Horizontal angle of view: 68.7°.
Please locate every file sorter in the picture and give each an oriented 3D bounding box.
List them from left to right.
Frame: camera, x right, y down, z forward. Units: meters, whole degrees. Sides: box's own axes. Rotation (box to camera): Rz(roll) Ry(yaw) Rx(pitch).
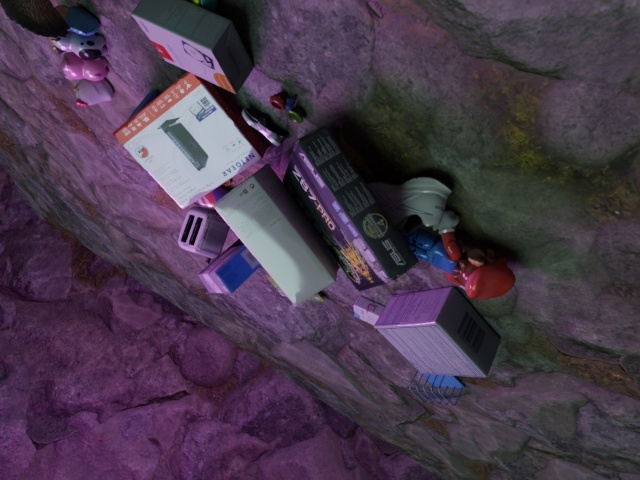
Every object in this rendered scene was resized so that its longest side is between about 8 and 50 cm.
[{"bbox_3d":[0.461,0.583,1.868,0.118,0.104,0.170,45,148,-16],"label":"file sorter"}]

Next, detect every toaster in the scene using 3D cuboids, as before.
[{"bbox_3d":[-0.451,-0.026,1.806,0.129,0.226,0.146,18,177,26],"label":"toaster"}]

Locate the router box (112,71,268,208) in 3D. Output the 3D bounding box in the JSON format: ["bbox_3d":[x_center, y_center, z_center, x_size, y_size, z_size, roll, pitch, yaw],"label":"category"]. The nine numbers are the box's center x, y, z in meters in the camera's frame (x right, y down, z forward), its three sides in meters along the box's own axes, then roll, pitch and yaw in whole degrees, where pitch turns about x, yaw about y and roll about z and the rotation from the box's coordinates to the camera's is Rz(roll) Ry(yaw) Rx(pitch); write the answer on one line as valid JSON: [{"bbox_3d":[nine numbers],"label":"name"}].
[{"bbox_3d":[-0.378,-0.294,1.377,0.336,0.082,0.301,-28,116,24],"label":"router box"}]

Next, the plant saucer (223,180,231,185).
[{"bbox_3d":[-0.350,-0.228,1.653,0.084,0.013,0.083,26,149,17],"label":"plant saucer"}]

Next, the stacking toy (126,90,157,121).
[{"bbox_3d":[-0.476,-0.325,1.544,0.302,0.165,0.175,30,144,-17],"label":"stacking toy"}]

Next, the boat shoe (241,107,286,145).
[{"bbox_3d":[-0.153,-0.323,1.300,0.142,0.049,0.040,40,131,-9],"label":"boat shoe"}]

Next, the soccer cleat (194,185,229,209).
[{"bbox_3d":[-0.456,-0.213,1.696,0.318,0.108,0.116,29,145,17],"label":"soccer cleat"}]

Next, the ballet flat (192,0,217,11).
[{"bbox_3d":[-0.252,-0.595,0.998,0.077,0.077,0.231,51,152,7],"label":"ballet flat"}]

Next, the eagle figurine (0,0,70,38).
[{"bbox_3d":[-0.782,-0.708,1.267,0.298,0.225,0.226,33,139,26],"label":"eagle figurine"}]

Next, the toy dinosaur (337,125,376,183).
[{"bbox_3d":[0.072,-0.221,1.208,0.112,0.064,0.211,-11,138,37],"label":"toy dinosaur"}]

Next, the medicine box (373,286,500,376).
[{"bbox_3d":[0.373,0.301,1.522,0.263,0.149,0.289,46,149,-17],"label":"medicine box"}]

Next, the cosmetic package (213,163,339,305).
[{"bbox_3d":[-0.111,-0.021,1.343,0.155,0.197,0.365,-33,101,15],"label":"cosmetic package"}]

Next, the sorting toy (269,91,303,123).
[{"bbox_3d":[-0.079,-0.347,1.200,0.102,0.042,0.061,33,167,-18],"label":"sorting toy"}]

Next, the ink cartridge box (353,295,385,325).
[{"bbox_3d":[0.191,0.271,1.759,0.123,0.052,0.088,24,148,23],"label":"ink cartridge box"}]

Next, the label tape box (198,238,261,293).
[{"bbox_3d":[-0.355,0.095,1.861,0.105,0.240,0.334,53,152,-15],"label":"label tape box"}]

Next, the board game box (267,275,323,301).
[{"bbox_3d":[-0.101,0.198,1.969,0.260,0.039,0.124,4,138,46],"label":"board game box"}]

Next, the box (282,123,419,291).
[{"bbox_3d":[0.060,-0.061,1.214,0.394,0.097,0.318,56,164,2],"label":"box"}]

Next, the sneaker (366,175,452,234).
[{"bbox_3d":[0.185,-0.080,1.186,0.111,0.129,0.297,25,162,-35],"label":"sneaker"}]

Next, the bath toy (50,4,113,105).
[{"bbox_3d":[-0.766,-0.565,1.496,0.152,0.129,0.348,33,150,5],"label":"bath toy"}]

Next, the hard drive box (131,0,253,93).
[{"bbox_3d":[-0.300,-0.477,1.130,0.232,0.089,0.181,29,171,15],"label":"hard drive box"}]

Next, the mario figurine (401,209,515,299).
[{"bbox_3d":[0.361,0.031,1.233,0.321,0.170,0.198,32,-173,28],"label":"mario figurine"}]
